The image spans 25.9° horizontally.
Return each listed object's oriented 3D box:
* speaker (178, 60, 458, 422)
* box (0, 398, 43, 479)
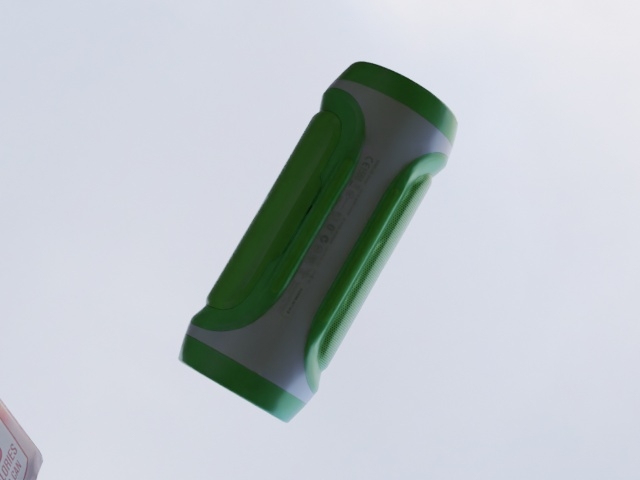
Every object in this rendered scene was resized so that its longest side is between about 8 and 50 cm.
[{"bbox_3d":[0.000,0.000,1.183,0.131,0.131,0.296,26,-98,33],"label":"speaker"},{"bbox_3d":[-0.195,0.112,0.265,0.142,0.154,0.300,-8,-141,23],"label":"box"}]
